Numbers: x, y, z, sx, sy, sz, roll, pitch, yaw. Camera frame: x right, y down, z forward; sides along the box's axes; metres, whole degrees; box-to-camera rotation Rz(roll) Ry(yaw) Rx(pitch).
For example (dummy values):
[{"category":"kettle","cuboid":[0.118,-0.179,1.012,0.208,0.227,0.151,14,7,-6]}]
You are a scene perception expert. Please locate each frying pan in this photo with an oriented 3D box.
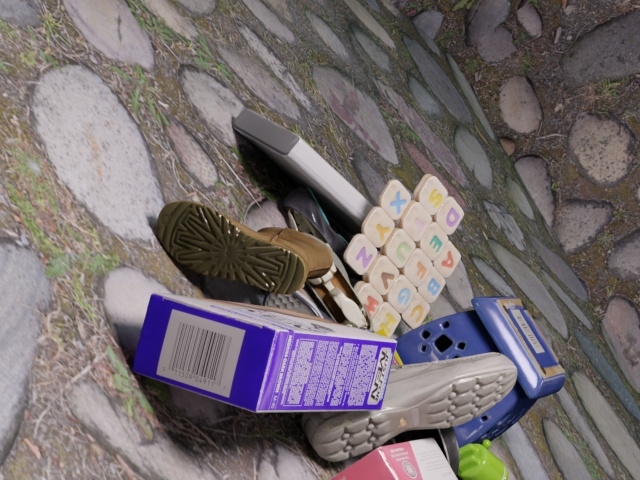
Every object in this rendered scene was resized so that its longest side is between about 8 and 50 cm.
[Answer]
[{"category":"frying pan","cuboid":[0.184,0.344,1.906,0.326,0.053,0.197,60,-21,24]}]

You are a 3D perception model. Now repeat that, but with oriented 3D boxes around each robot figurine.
[{"category":"robot figurine","cuboid":[0.276,0.393,2.170,0.115,0.067,0.101,42,26,-32]}]

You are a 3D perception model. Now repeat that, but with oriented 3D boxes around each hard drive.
[{"category":"hard drive","cuboid":[0.014,-0.091,2.271,0.353,0.047,0.233,42,-5,-33]}]

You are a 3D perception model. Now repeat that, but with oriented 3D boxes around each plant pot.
[{"category":"plant pot","cuboid":[0.297,0.226,2.286,0.236,0.212,0.236,60,21,15]}]

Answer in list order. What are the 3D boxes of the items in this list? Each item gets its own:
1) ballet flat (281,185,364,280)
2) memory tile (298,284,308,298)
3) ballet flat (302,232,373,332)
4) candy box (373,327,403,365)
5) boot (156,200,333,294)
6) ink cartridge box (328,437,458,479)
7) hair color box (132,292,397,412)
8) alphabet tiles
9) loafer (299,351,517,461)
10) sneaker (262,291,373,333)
[{"category":"ballet flat","cuboid":[0.000,0.000,2.196,0.203,0.074,0.074,55,19,9]},{"category":"memory tile","cuboid":[-0.051,0.086,2.007,0.113,0.012,0.148,37,25,-41]},{"category":"ballet flat","cuboid":[0.020,0.074,2.089,0.213,0.072,0.068,56,-7,0]},{"category":"candy box","cuboid":[0.144,0.253,2.104,0.105,0.027,0.206,68,-4,-64]},{"category":"boot","cuboid":[-0.106,0.009,1.870,0.236,0.089,0.269,28,7,4]},{"category":"ink cartridge box","cuboid":[0.147,0.424,1.736,0.283,0.117,0.207,60,19,18]},{"category":"hair color box","cuboid":[-0.059,0.145,1.606,0.185,0.110,0.339,14,-1,28]},{"category":"alphabet tiles","cuboid":[0.151,0.030,2.216,0.021,0.284,0.278,20,-18,41]},{"category":"loafer","cuboid":[0.124,0.214,1.799,0.111,0.319,0.112,-120,-157,-45]},{"category":"sneaker","cuboid":[0.007,0.147,1.933,0.226,0.086,0.163,49,15,-3]}]
